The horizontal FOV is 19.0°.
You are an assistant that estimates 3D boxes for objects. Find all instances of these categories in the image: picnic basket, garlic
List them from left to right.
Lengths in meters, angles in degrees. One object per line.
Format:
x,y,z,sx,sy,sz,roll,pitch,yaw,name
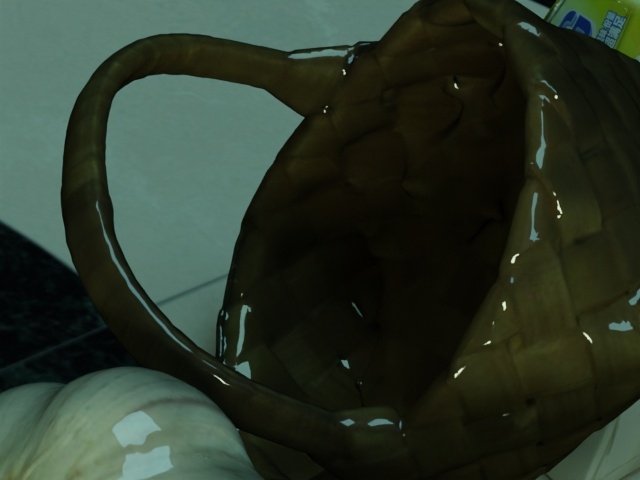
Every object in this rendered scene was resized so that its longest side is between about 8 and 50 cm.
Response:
-0.092,0.201,0.939,0.253,0.245,0.245,39,18,-43,garlic
0.000,0.000,1.064,0.337,0.337,0.293,8,49,-16,picnic basket

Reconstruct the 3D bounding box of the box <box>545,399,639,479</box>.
0.167,0.028,1.308,0.194,0.111,0.260,-24,52,-35,box

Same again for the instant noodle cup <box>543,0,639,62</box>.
0.266,-0.154,1.542,0.153,0.205,0.205,35,38,10,instant noodle cup
